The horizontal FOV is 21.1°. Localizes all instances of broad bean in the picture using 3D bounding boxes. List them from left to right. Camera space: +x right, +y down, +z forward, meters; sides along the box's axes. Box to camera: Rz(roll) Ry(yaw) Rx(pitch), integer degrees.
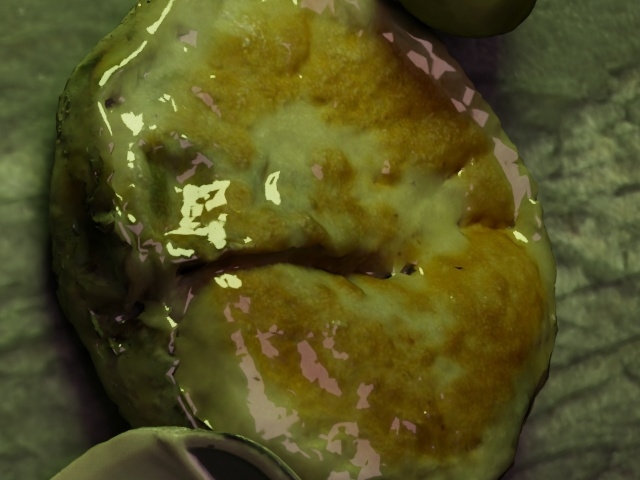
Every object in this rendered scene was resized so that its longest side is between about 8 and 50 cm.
[{"bbox_3d":[0.081,-0.183,1.022,0.124,0.082,0.174,41,39,-20],"label":"broad bean"}]

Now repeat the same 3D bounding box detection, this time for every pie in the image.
[{"bbox_3d":[0.000,0.000,0.940,0.339,0.077,0.339,14,64,-30],"label":"pie"}]

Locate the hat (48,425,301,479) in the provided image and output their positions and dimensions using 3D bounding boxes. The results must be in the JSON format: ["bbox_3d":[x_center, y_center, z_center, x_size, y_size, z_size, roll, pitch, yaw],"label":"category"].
[{"bbox_3d":[-0.065,0.222,0.834,0.226,0.164,0.219,36,66,22],"label":"hat"}]
